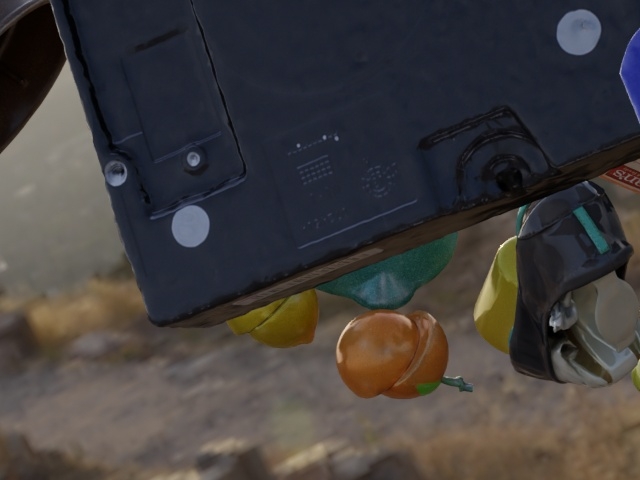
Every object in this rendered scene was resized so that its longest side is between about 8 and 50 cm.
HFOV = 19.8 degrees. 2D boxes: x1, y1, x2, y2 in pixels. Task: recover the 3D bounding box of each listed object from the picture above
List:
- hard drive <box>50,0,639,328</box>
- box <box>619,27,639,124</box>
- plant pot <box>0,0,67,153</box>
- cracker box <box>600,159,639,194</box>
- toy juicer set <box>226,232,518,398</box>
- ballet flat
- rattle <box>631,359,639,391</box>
[{"bbox_3d":[-0.010,-0.159,0.761,0.237,0.339,0.064,-23,-10,19],"label":"hard drive"},{"bbox_3d":[0.104,-0.055,0.289,0.136,0.028,0.081,-34,43,22],"label":"box"},{"bbox_3d":[-0.270,-0.136,1.171,0.167,0.165,0.167,-52,-6,-8],"label":"plant pot"},{"bbox_3d":[0.265,-0.144,1.174,0.232,0.067,0.155,-41,34,53],"label":"cracker box"},{"bbox_3d":[0.000,0.000,1.250,0.209,0.089,0.329,-31,56,-29],"label":"toy juicer set"},{"bbox_3d":[0.137,0.040,0.966,0.074,0.074,0.203,-27,-27,-8],"label":"ballet flat"},{"bbox_3d":[0.329,0.064,1.301,0.200,0.142,0.130,7,-7,22],"label":"rattle"}]
